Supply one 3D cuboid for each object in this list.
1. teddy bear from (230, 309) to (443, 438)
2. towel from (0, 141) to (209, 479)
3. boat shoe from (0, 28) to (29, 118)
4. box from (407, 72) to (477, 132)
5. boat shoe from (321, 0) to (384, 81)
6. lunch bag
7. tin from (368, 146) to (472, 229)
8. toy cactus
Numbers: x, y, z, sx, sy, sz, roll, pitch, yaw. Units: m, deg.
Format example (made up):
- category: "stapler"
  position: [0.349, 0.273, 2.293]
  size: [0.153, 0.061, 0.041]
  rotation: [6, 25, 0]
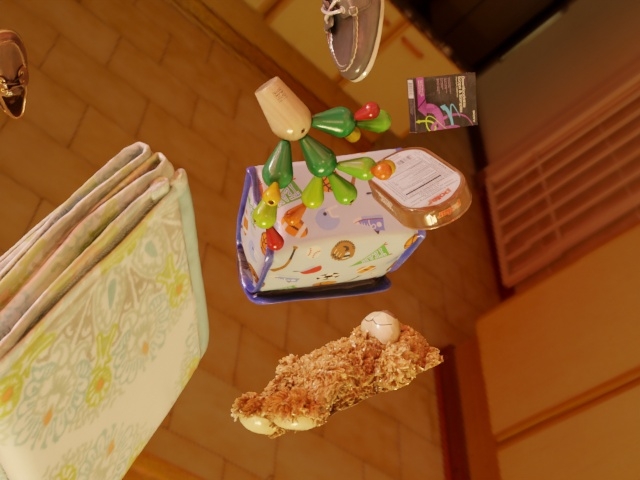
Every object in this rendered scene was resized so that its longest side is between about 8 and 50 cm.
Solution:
- category: "teddy bear"
  position: [0.026, 0.190, 1.136]
  size: [0.338, 0.245, 0.113]
  rotation: [-20, 86, -22]
- category: "towel"
  position: [-0.241, 0.121, 0.830]
  size: [0.090, 0.374, 0.320]
  rotation: [19, 47, 18]
- category: "boat shoe"
  position: [-0.473, -0.252, 1.180]
  size: [0.064, 0.178, 0.060]
  rotation: [-24, 74, -26]
- category: "box"
  position: [0.264, -0.298, 1.665]
  size: [0.162, 0.029, 0.116]
  rotation: [-12, 104, -25]
- category: "boat shoe"
  position: [0.036, -0.407, 1.164]
  size: [0.096, 0.112, 0.334]
  rotation: [10, 81, -29]
- category: "lunch bag"
  position: [0.000, 0.000, 1.604]
  size: [0.328, 0.385, 0.238]
  rotation: [-6, 72, -15]
- category: "tin"
  position: [0.134, -0.077, 1.084]
  size: [0.040, 0.106, 0.189]
  rotation: [61, -7, -33]
- category: "toy cactus"
  position: [-0.013, -0.108, 0.915]
  size: [0.180, 0.219, 0.112]
  rotation: [53, -3, -21]
